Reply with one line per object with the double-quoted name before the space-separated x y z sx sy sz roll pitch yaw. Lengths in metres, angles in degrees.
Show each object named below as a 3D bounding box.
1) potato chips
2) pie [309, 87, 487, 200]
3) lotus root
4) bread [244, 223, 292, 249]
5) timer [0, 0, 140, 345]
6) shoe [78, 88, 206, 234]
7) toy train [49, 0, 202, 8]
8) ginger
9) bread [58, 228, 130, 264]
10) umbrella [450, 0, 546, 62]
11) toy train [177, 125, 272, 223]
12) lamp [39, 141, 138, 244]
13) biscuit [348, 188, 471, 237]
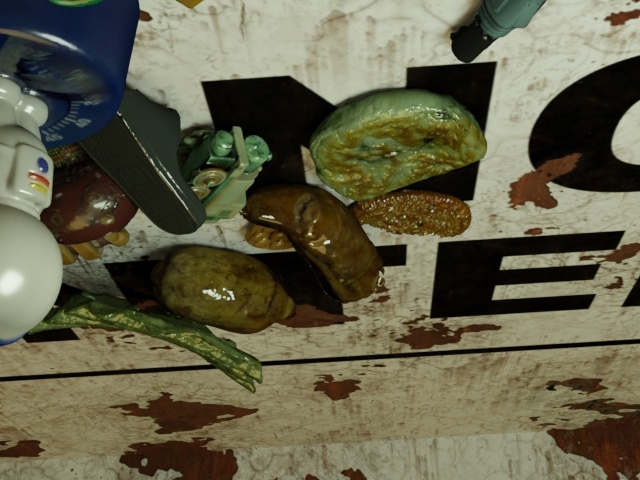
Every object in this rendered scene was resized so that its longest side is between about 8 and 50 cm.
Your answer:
"potato chips" -0.280 0.157 1.779 0.389 0.097 0.373 16 175 -3
"pie" 0.101 -0.121 1.414 0.240 0.054 0.240 -3 155 -2
"lotus root" -0.149 0.084 1.769 0.260 0.128 0.145 19 166 -28
"bread" -0.064 -0.011 1.685 0.110 0.024 0.110 -3 158 -1
"timer" -0.313 -0.087 1.026 0.270 0.384 0.270 -2 156 -1
"shoe" -0.213 -0.118 1.332 0.108 0.093 0.241 -6 128 43
"toy train" -0.175 -0.325 0.767 0.249 0.178 0.429 -26 149 25
"ginger" 0.012 0.006 1.611 0.133 0.107 0.309 22 163 37
"bread" -0.401 -0.008 1.584 0.225 0.081 0.134 -6 155 10
"umbrella" 0.212 -0.254 1.114 0.052 0.053 0.250 7 154 -25
"toy train" -0.143 -0.087 1.444 0.125 0.081 0.194 0 156 -33
"lamp" -0.310 -0.068 1.405 0.157 0.135 0.156 -21 -164 -21
"biscuit" 0.143 -0.041 1.639 0.206 0.025 0.126 6 155 -19
